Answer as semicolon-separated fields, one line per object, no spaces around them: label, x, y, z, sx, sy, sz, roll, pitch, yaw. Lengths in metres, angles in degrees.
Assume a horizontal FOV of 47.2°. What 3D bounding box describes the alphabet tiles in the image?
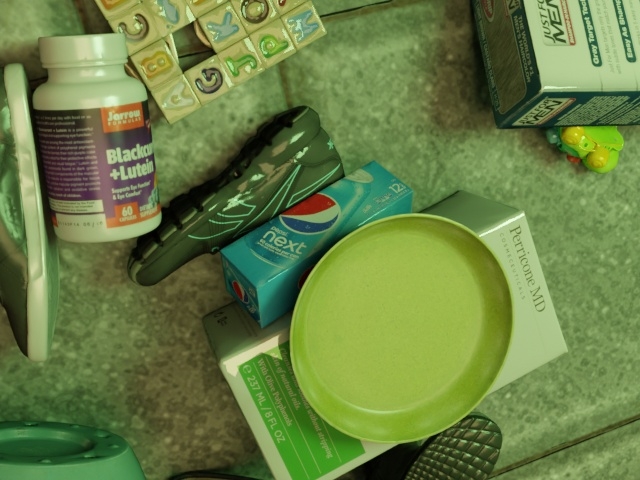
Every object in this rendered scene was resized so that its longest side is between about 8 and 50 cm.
alphabet tiles;-0.129;-0.269;0.739;0.198;0.009;0.237;-33;111;-8

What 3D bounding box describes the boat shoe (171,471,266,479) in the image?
boat shoe;-0.048;0.319;0.829;0.303;0.114;0.091;-6;97;21

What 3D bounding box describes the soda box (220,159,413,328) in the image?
soda box;0.000;0.000;0.782;0.210;0.067;0.071;-32;146;-24

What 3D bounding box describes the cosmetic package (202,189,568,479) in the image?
cosmetic package;0.073;0.109;0.851;0.366;0.155;0.196;-27;108;-8

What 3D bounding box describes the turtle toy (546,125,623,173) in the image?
turtle toy;0.331;-0.132;0.912;0.130;0.066;0.095;36;66;-22

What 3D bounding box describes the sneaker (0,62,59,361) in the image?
sneaker;-0.342;-0.018;0.715;0.147;0.104;0.295;-7;101;-14

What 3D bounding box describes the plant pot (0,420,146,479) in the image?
plant pot;-0.296;0.314;0.730;0.293;0.293;0.235;8;87;-20

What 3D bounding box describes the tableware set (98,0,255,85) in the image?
tableware set;-0.155;-0.248;0.750;0.169;0.020;0.141;-27;112;-9

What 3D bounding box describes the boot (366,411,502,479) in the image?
boot;0.119;0.271;0.899;0.084;0.161;0.246;28;109;-10

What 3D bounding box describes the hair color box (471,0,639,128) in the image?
hair color box;0.361;-0.229;0.843;0.348;0.105;0.173;-4;77;-17

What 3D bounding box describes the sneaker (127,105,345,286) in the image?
sneaker;-0.086;-0.028;0.791;0.267;0.101;0.106;-39;115;-4

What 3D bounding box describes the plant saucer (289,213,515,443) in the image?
plant saucer;0.082;0.088;0.748;0.241;0.037;0.240;-3;102;-16

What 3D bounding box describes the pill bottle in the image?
pill bottle;-0.221;-0.103;0.721;0.108;0.108;0.193;-8;108;-15
